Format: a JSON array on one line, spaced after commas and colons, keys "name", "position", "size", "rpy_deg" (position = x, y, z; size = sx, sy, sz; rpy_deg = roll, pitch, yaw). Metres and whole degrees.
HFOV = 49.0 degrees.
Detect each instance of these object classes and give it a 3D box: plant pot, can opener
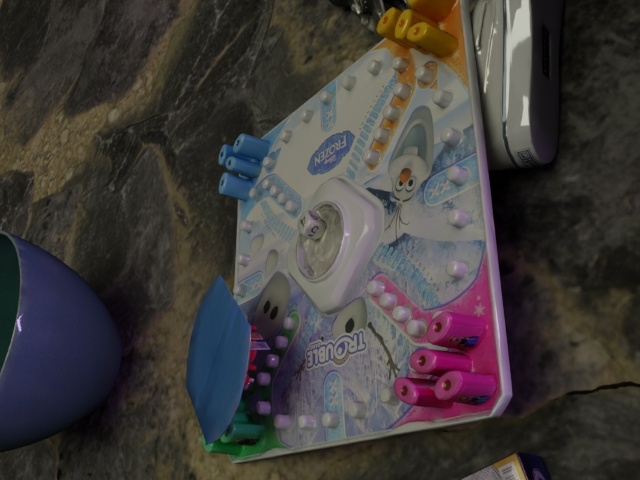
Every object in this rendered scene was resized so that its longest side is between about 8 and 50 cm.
[{"name": "plant pot", "position": [-0.391, 0.152, 0.958], "size": [0.290, 0.195, 0.290], "rpy_deg": [-19, 60, 38]}, {"name": "can opener", "position": [0.045, -0.334, 0.855], "size": [0.095, 0.076, 0.283], "rpy_deg": [-23, 50, -3]}]

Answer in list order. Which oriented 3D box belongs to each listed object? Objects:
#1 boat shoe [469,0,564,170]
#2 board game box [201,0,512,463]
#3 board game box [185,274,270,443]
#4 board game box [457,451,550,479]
[{"name": "boat shoe", "position": [0.165, -0.187, 0.638], "size": [0.084, 0.095, 0.258], "rpy_deg": [-5, 68, 38]}, {"name": "board game box", "position": [0.000, 0.000, 0.692], "size": [0.390, 0.050, 0.390], "rpy_deg": [-28, 54, 47]}, {"name": "board game box", "position": [-0.092, 0.119, 0.704], "size": [0.168, 0.033, 0.133], "rpy_deg": [46, 120, 59]}, {"name": "board game box", "position": [0.128, 0.299, 0.498], "size": [0.165, 0.042, 0.243], "rpy_deg": [-37, 50, 27]}]
